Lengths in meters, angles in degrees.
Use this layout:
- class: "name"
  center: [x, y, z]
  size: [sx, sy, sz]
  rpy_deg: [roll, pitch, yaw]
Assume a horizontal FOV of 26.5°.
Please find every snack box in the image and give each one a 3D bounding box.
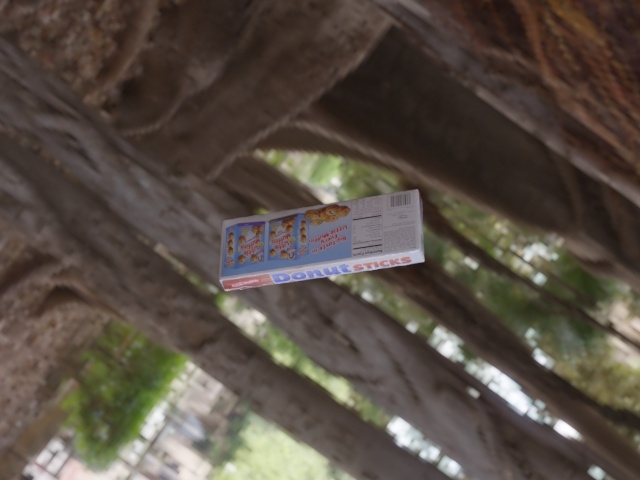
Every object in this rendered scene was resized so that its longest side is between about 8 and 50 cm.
- class: "snack box"
  center: [0.000, 0.000, 1.164]
  size: [0.022, 0.178, 0.064]
  rpy_deg: [62, 24, -54]
